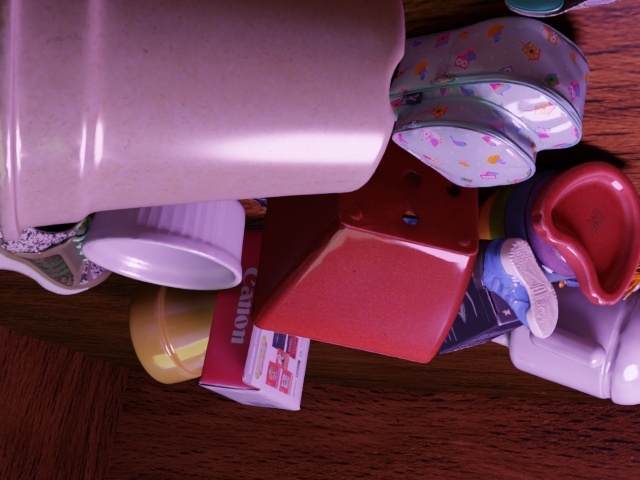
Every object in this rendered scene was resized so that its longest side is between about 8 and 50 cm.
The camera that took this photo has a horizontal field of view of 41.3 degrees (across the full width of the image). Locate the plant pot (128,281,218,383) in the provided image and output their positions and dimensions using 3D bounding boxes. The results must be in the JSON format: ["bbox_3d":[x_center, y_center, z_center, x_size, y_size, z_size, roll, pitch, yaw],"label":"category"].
[{"bbox_3d":[-0.275,0.186,1.969,0.239,0.253,0.254,-16,154,20],"label":"plant pot"}]

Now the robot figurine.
[{"bbox_3d":[0.473,0.165,1.495,0.354,0.199,0.300,17,-165,32],"label":"robot figurine"}]

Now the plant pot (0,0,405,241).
[{"bbox_3d":[-0.106,-0.160,0.734,0.306,0.333,0.334,2,165,-17],"label":"plant pot"}]

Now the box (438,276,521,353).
[{"bbox_3d":[0.268,0.089,1.438,0.108,0.153,0.207,-10,165,-25],"label":"box"}]

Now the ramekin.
[{"bbox_3d":[-0.263,-0.016,1.477,0.278,0.135,0.277,8,163,2],"label":"ramekin"}]

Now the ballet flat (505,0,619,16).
[{"bbox_3d":[0.225,-0.222,0.763,0.114,0.041,0.041,-2,159,32],"label":"ballet flat"}]

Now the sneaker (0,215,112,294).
[{"bbox_3d":[-0.492,-0.005,1.625,0.182,0.158,0.410,-21,163,18],"label":"sneaker"}]

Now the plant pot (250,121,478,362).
[{"bbox_3d":[0.078,-0.023,1.133,0.267,0.267,0.235,13,148,-13],"label":"plant pot"}]

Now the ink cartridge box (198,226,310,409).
[{"bbox_3d":[-0.117,0.140,1.602,0.130,0.309,0.272,2,160,20],"label":"ink cartridge box"}]

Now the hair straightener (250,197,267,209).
[{"bbox_3d":[-0.100,-0.089,1.340,0.231,0.047,0.089,19,160,-15],"label":"hair straightener"}]

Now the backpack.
[{"bbox_3d":[0.174,-0.141,0.870,0.188,0.144,0.166,-13,146,44],"label":"backpack"}]

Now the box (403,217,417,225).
[{"bbox_3d":[0.132,0.016,1.513,0.159,0.044,0.233,6,162,-5],"label":"box"}]

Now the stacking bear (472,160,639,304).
[{"bbox_3d":[0.284,-0.011,1.187,0.175,0.164,0.289,49,155,-16],"label":"stacking bear"}]

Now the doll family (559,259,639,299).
[{"bbox_3d":[0.460,0.048,1.342,0.163,0.118,0.263,2,161,21],"label":"doll family"}]

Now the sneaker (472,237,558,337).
[{"bbox_3d":[0.246,0.059,1.099,0.085,0.058,0.152,4,134,51],"label":"sneaker"}]
